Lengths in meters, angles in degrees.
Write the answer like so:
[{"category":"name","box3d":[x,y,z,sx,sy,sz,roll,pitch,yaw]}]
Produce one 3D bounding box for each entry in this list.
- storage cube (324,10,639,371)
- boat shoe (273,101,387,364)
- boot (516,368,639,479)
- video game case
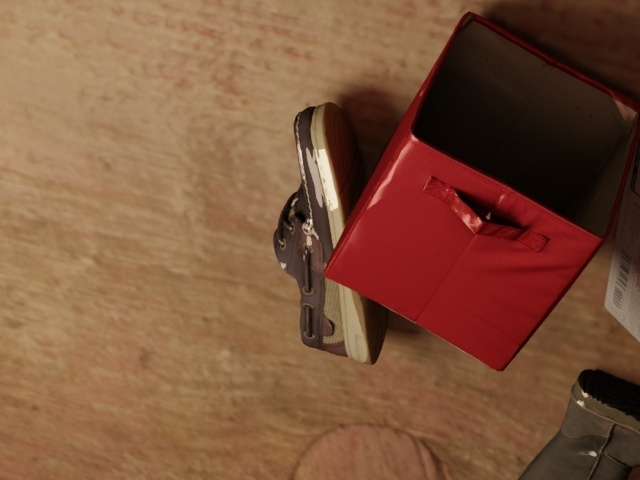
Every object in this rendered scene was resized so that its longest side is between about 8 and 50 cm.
[{"category":"storage cube","box3d":[0.139,-0.040,1.567,0.184,0.215,0.193,28,135,-2]},{"category":"boat shoe","box3d":[0.000,0.000,1.713,0.092,0.103,0.285,-1,130,14]},{"category":"boot","box3d":[0.290,0.242,1.800,0.190,0.076,0.208,29,123,16]},{"category":"video game case","box3d":[0.322,0.028,1.585,0.023,0.193,0.212,-15,130,-23]}]
